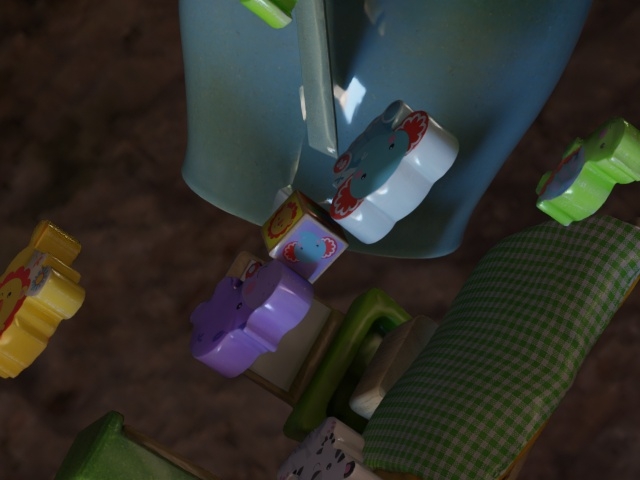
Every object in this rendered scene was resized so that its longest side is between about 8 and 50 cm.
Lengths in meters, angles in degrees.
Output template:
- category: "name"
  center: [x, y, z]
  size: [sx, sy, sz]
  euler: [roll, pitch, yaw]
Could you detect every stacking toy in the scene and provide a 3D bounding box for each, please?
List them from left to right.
- category: "stacking toy"
  center: [0.000, 0.000, 0.741]
  size: [0.221, 0.167, 0.052]
  euler: [-48, -154, 14]

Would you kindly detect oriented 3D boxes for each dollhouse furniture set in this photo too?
- category: "dollhouse furniture set"
  center: [0.003, 0.065, 0.968]
  size: [0.197, 0.151, 0.301]
  euler: [-60, -171, -20]

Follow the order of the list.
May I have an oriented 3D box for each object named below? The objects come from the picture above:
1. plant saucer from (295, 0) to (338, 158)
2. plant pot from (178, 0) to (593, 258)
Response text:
- category: "plant saucer"
  center: [-0.007, -0.142, 1.030]
  size: [0.018, 0.192, 0.067]
  euler: [-4, -157, 1]
- category: "plant pot"
  center: [0.031, -0.134, 1.208]
  size: [0.271, 0.272, 0.255]
  euler: [-103, -153, -75]
